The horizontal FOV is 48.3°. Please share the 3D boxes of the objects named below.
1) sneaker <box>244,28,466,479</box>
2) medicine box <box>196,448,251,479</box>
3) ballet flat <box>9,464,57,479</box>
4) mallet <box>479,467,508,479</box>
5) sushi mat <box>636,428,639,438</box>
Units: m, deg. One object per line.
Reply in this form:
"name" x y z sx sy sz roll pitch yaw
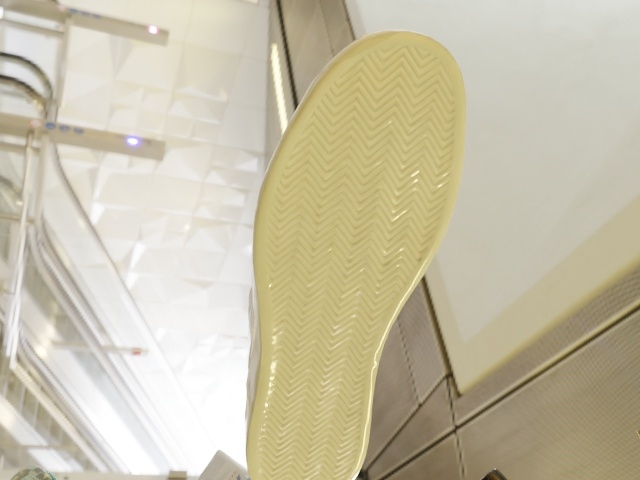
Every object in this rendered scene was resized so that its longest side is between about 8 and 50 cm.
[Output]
"sneaker" 0.000 0.000 0.465 0.169 0.108 0.293 -104 -153 -65
"medicine box" -0.064 0.452 1.030 0.149 0.263 0.289 -55 -170 -18
"ballet flat" -0.217 0.238 0.547 0.221 0.079 0.077 18 -75 46
"mallet" 0.279 0.394 1.140 0.062 0.039 0.190 52 -3 17
"sushi mat" 0.436 0.360 0.769 0.019 0.151 0.317 -36 -151 22
